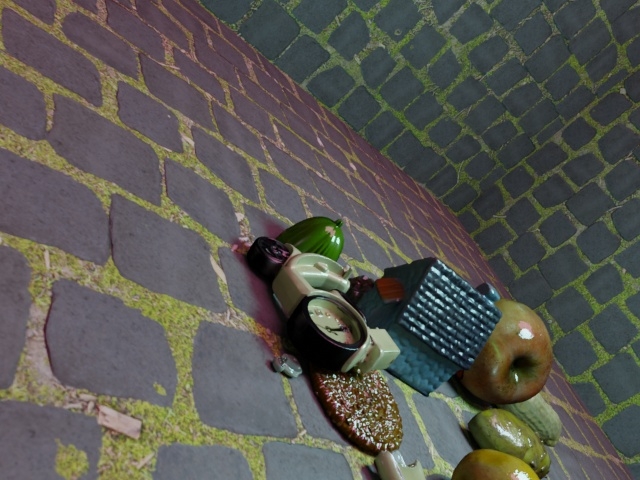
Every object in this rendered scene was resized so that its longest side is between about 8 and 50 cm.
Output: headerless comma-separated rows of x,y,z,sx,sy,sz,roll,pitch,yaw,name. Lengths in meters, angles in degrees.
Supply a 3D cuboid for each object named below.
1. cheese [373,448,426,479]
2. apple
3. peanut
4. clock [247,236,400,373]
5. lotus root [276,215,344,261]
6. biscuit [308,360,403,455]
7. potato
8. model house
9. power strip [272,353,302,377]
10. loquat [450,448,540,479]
0.189,0.530,1.096,0.127,0.050,0.235,15,45,-53,cheese
0.582,0.358,1.825,0.338,0.338,0.305,39,2,-24,apple
0.745,0.611,1.952,0.313,0.152,0.152,43,21,-14,peanut
0.001,0.142,1.283,0.276,0.120,0.379,11,35,-41,clock
0.000,0.000,1.498,0.186,0.186,0.186,41,21,-20,lotus root
0.086,0.340,1.244,0.305,0.038,0.305,41,21,-20,biscuit
0.555,0.589,1.609,0.298,0.141,0.176,42,12,-19,potato
0.288,0.177,1.530,0.360,0.339,0.297,38,25,-27,model house
-0.062,0.249,1.113,0.083,0.035,0.055,24,31,-53,power strip
0.389,0.569,1.217,0.208,0.208,0.208,41,21,-20,loquat
